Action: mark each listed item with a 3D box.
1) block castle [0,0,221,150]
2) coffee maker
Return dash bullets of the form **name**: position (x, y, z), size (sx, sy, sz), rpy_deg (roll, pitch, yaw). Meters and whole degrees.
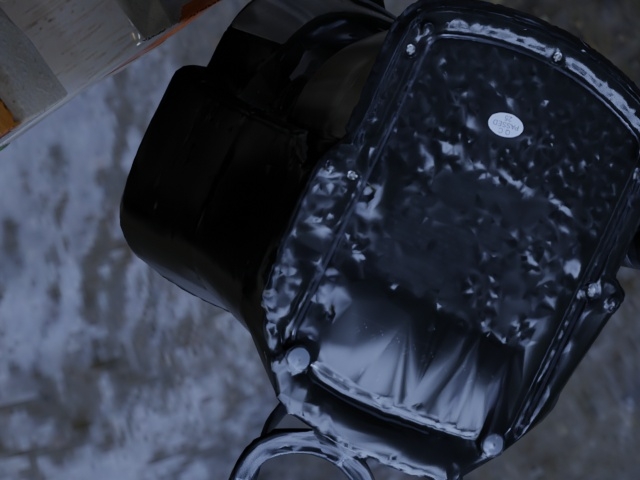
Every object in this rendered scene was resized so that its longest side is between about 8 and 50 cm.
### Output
- **block castle**: position (-0.228, -0.143, 0.728), size (0.213, 0.453, 0.303), rpy_deg (-30, 96, 37)
- **coffee maker**: position (0.000, 0.000, 0.609), size (0.171, 0.178, 0.120), rpy_deg (-43, 109, -8)
